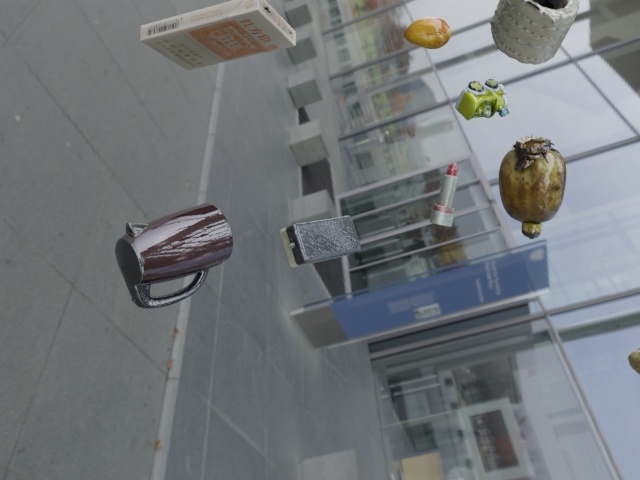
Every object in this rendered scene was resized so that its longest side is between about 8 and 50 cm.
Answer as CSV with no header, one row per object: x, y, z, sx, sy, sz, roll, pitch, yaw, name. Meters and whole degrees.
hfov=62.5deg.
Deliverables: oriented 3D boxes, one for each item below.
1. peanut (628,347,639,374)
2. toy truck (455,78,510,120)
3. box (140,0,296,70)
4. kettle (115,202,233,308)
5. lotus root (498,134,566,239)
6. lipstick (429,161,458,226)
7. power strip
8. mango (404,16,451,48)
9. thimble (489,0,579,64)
0.758,0.248,1.090,0.098,0.214,0.090,49,49,-33,peanut
0.349,-0.287,1.110,0.076,0.111,0.077,103,-30,-50,toy truck
-0.272,-0.549,1.414,0.204,0.365,0.051,16,72,-65,box
-0.327,0.035,1.161,0.232,0.144,0.202,-22,119,-43,kettle
0.564,-0.146,1.410,0.141,0.169,0.314,-37,130,-36,lotus root
0.371,-0.137,1.543,0.057,0.063,0.186,-136,-122,-78,lipstick
0.000,0.000,1.388,0.256,0.070,0.105,-10,79,-51,power strip
0.206,-0.399,1.015,0.046,0.089,0.060,-81,168,-56,mango
0.313,-0.329,0.774,0.115,0.102,0.090,52,-23,24,thimble
